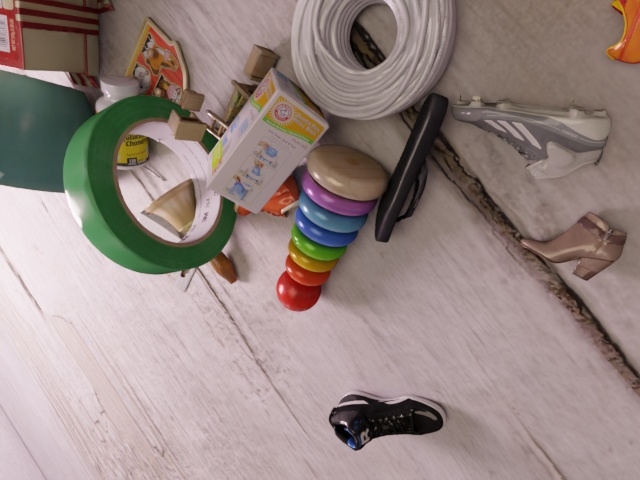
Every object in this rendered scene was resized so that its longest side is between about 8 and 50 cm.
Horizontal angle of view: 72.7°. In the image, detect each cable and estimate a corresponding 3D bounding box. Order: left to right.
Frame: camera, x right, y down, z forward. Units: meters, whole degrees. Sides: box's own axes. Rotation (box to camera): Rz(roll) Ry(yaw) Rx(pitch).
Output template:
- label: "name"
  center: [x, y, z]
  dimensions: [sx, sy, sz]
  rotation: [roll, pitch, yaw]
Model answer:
- label: "cable"
  center: [0.074, -0.318, 0.667]
  dimensions: [0.257, 0.089, 0.257]
  rotation: [-1, 105, 31]

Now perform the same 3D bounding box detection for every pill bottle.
- label: "pill bottle"
  center: [-0.436, -0.258, 0.960]
  dimensions: [0.103, 0.103, 0.184]
  rotation: [27, 126, 21]

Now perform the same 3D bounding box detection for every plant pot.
- label: "plant pot"
  center: [-0.668, -0.256, 1.016]
  dimensions: [0.292, 0.293, 0.235]
  rotation: [18, 101, 25]

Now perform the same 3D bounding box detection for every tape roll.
- label: "tape roll"
  center: [-0.294, -0.100, 0.808]
  dimensions: [0.077, 0.321, 0.322]
  rotation: [-11, 99, 33]

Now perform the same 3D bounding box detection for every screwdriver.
- label: "screwdriver"
  center: [-0.434, -0.189, 1.048]
  dimensions: [0.169, 0.024, 0.025]
  rotation: [29, 89, 13]

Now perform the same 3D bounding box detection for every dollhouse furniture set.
- label: "dollhouse furniture set"
  center: [-0.157, -0.245, 0.767]
  dimensions: [0.101, 0.160, 0.182]
  rotation: [49, 125, 27]

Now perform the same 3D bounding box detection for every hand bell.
- label: "hand bell"
  center: [-0.260, -0.006, 0.967]
  dimensions: [0.126, 0.126, 0.242]
  rotation: [-29, 102, 33]

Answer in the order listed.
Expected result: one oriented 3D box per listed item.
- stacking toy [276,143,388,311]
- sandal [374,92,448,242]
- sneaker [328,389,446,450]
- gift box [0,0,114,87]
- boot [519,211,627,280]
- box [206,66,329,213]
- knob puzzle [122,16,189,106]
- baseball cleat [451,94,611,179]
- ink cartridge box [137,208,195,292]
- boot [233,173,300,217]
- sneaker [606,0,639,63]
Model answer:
- label: "stacking toy"
  center: [0.000, 0.000, 0.795]
  dimensions: [0.141, 0.141, 0.330]
  rotation: [34, 126, 18]
- label: "sandal"
  center: [0.148, -0.099, 0.692]
  dimensions: [0.054, 0.097, 0.255]
  rotation: [19, 117, -5]
- label: "sneaker"
  center: [0.118, 0.354, 0.822]
  dimensions: [0.216, 0.121, 0.079]
  rotation: [-5, 103, 32]
- label: "gift box"
  center: [-0.617, -0.475, 0.934]
  dimensions: [0.276, 0.258, 0.255]
  rotation: [16, 112, 4]
- label: "boot"
  center: [0.363, -0.002, 0.624]
  dimensions: [0.118, 0.042, 0.087]
  rotation: [31, 112, 18]
- label: "box"
  center: [-0.094, -0.167, 0.738]
  dimensions: [0.103, 0.114, 0.203]
  rotation: [30, 116, -30]
- label: "knob puzzle"
  center: [-0.356, -0.349, 0.945]
  dimensions: [0.213, 0.030, 0.213]
  rotation: [9, 109, 28]
- label: "baseball cleat"
  center: [0.280, -0.143, 0.609]
  dimensions: [0.205, 0.072, 0.110]
  rotation: [16, 119, 30]
- label: "ink cartridge box"
  center: [-0.381, 0.025, 1.077]
  dimensions: [0.179, 0.045, 0.145]
  rotation: [32, 119, -2]
- label: "boot"
  center: [-0.105, -0.073, 0.866]
  dimensions: [0.157, 0.059, 0.085]
  rotation: [-26, 95, 32]
- label: "sneaker"
  center: [0.384, -0.301, 0.506]
  dimensions: [0.067, 0.064, 0.175]
  rotation: [23, 113, 34]
